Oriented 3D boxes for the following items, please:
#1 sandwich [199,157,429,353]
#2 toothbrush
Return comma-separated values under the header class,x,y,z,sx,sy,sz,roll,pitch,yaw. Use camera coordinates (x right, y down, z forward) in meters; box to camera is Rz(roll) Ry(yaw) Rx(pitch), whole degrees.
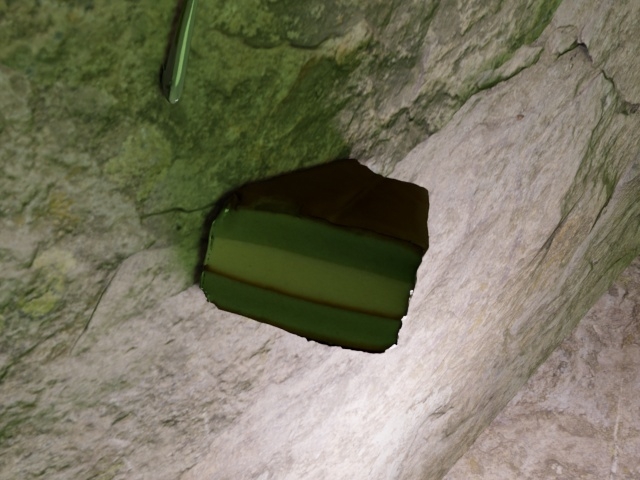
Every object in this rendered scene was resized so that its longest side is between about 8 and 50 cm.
class,x,y,z,sx,sy,sz,roll,pitch,yaw
sandwich,0.000,-0.001,0.889,0.198,0.228,0.155,-73,178,-62
toothbrush,-0.101,-0.232,0.603,0.026,0.022,0.262,-5,124,-37
